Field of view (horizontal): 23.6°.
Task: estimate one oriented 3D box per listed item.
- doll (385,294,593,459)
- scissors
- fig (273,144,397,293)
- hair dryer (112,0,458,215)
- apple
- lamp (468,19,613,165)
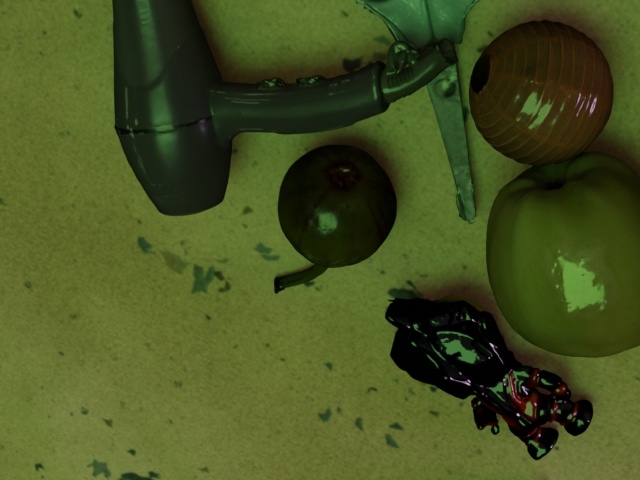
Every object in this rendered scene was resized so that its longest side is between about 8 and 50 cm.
[{"bbox_3d":[0.167,0.135,1.615,0.248,0.088,0.127,33,105,-12],"label":"doll"},{"bbox_3d":[0.113,-0.175,1.473,0.191,0.029,0.360,-4,115,20],"label":"scissors"},{"bbox_3d":[0.000,0.000,1.585,0.124,0.124,0.236,28,141,2],"label":"fig"},{"bbox_3d":[-0.043,-0.180,1.487,0.361,0.121,0.301,-2,110,20],"label":"hair dryer"},{"bbox_3d":[0.247,0.017,1.450,0.200,0.200,0.200,9,122,15],"label":"apple"},{"bbox_3d":[0.201,-0.135,1.405,0.136,0.136,0.136,9,122,15],"label":"lamp"}]
